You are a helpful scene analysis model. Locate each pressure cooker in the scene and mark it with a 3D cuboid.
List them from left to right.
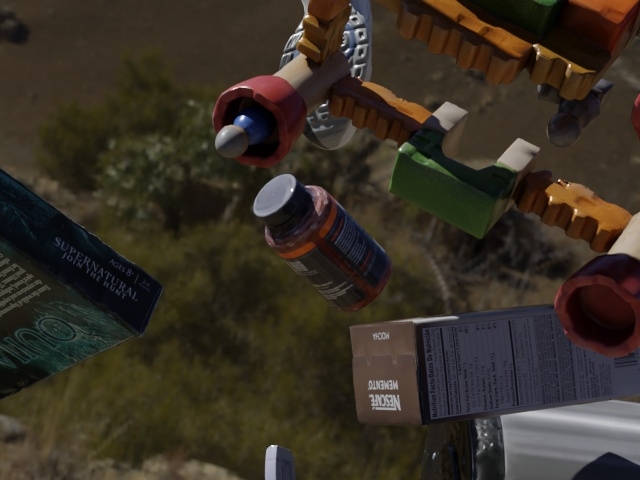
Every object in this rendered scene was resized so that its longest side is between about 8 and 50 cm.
[{"bbox_3d":[0.357,0.384,1.814,0.420,0.376,0.370,8,-8,-7],"label":"pressure cooker"}]

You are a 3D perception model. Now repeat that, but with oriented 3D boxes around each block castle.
[{"bbox_3d":[0.133,-0.122,1.188,0.453,0.303,0.213,29,43,16],"label":"block castle"}]

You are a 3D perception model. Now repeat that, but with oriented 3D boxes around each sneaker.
[{"bbox_3d":[0.024,-0.232,1.574,0.111,0.297,0.129,-8,-28,20],"label":"sneaker"}]

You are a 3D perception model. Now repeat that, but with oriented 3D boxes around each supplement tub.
[{"bbox_3d":[0.000,0.000,1.761,0.198,0.106,0.106,45,1,-33],"label":"supplement tub"}]

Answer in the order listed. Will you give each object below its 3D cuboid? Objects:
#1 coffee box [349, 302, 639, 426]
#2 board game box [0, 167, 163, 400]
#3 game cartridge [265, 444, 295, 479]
[{"bbox_3d":[0.203,0.139,1.566,0.297,0.119,0.168,-5,-3,-23],"label":"coffee box"},{"bbox_3d":[-0.162,0.019,0.523,0.126,0.186,0.026,38,51,-25],"label":"board game box"},{"bbox_3d":[-0.044,0.270,1.494,0.017,0.083,0.056,-10,-22,17],"label":"game cartridge"}]
